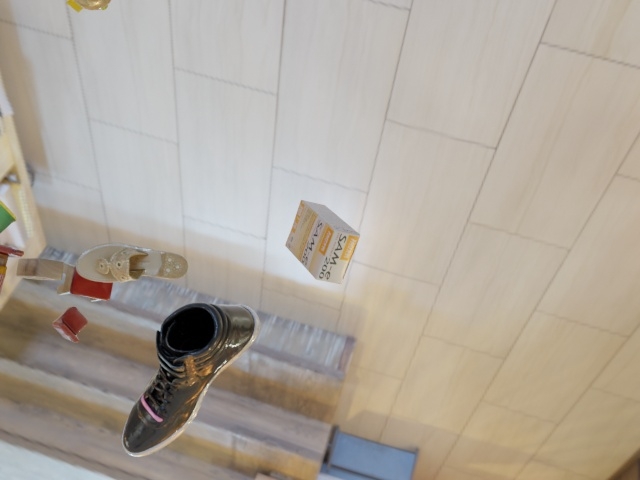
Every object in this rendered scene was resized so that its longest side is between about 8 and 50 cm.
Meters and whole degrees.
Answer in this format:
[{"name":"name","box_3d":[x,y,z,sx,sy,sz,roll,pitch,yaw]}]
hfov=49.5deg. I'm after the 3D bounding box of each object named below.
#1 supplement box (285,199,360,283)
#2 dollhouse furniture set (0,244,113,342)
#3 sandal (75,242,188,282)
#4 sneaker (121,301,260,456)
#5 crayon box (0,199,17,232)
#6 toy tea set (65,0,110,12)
[{"name":"supplement box","box_3d":[0.000,0.000,0.793,0.036,0.098,0.062,12,106,-29]},{"name":"dollhouse furniture set","box_3d":[-0.628,0.129,1.503,0.152,0.202,0.374,-2,166,45]},{"name":"sandal","box_3d":[-0.406,0.048,1.509,0.239,0.088,0.079,3,174,-17]},{"name":"sneaker","box_3d":[-0.229,0.202,1.054,0.104,0.296,0.147,41,180,26]},{"name":"crayon box","box_3d":[-0.550,-0.163,0.776,0.313,0.106,0.363,35,161,28]},{"name":"toy tea set","box_3d":[-0.465,-0.546,1.150,0.124,0.200,0.336,19,166,44]}]
